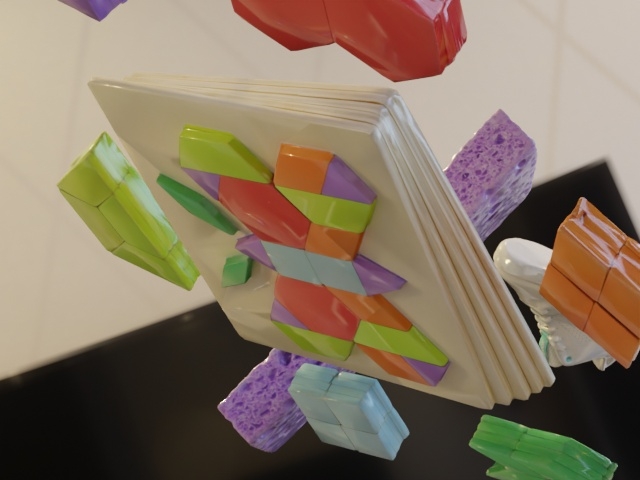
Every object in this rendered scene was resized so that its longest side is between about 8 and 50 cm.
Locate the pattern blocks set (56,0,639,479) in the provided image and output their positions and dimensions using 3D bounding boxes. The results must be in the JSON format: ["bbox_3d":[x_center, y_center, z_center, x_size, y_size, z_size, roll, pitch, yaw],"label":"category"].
[{"bbox_3d":[0.000,0.000,0.588,0.285,0.325,0.026,1,49,46],"label":"pattern blocks set"}]

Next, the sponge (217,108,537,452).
[{"bbox_3d":[0.033,0.028,0.793,0.210,0.031,0.117,-46,-10,-3],"label":"sponge"}]

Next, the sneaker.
[{"bbox_3d":[0.220,0.069,1.343,0.212,0.080,0.094,25,-74,-39],"label":"sneaker"}]
